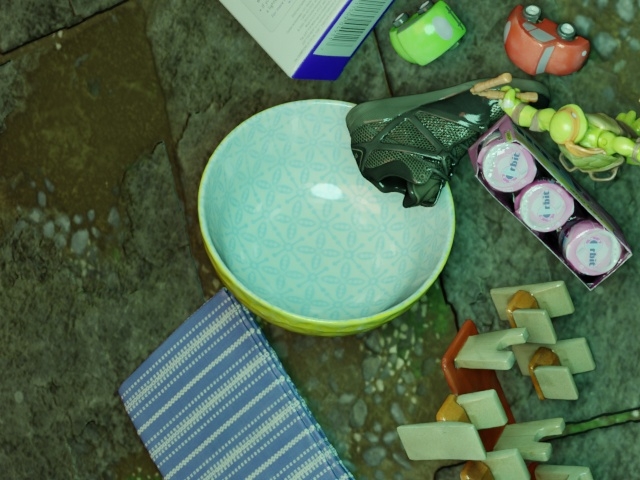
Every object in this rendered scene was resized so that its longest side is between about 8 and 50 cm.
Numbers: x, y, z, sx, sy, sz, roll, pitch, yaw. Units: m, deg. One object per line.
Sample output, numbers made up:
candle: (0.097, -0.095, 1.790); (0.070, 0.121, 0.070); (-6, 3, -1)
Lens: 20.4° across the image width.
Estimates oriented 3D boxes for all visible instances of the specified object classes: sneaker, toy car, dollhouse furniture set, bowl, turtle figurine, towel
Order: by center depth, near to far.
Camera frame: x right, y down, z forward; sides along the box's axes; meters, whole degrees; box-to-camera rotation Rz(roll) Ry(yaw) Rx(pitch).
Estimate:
turtle figurine: (0.299, -0.101, 1.824); (0.270, 0.217, 0.087); (14, 93, 38)
dollhouse furniture set: (0.190, 0.209, 1.904); (0.135, 0.262, 0.259); (-6, 119, 35)
sneaker: (0.148, -0.104, 1.967); (0.228, 0.087, 0.130); (-12, 69, 4)
toy car: (0.153, -0.243, 1.979); (0.239, 0.053, 0.225); (49, 141, -14)
bowl: (0.000, 0.000, 2.042); (0.289, 0.289, 0.156); (52, 158, 20)
towel: (-0.101, 0.255, 2.210); (0.243, 0.040, 0.336); (-43, 67, 28)

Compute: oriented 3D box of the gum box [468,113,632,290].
gum box: (0.237, -0.046, 1.882); (0.188, 0.107, 0.062); (43, 103, -12)

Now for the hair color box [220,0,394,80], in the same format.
hair color box: (-0.060, -0.368, 2.120); (0.339, 0.110, 0.185); (48, 116, 20)
